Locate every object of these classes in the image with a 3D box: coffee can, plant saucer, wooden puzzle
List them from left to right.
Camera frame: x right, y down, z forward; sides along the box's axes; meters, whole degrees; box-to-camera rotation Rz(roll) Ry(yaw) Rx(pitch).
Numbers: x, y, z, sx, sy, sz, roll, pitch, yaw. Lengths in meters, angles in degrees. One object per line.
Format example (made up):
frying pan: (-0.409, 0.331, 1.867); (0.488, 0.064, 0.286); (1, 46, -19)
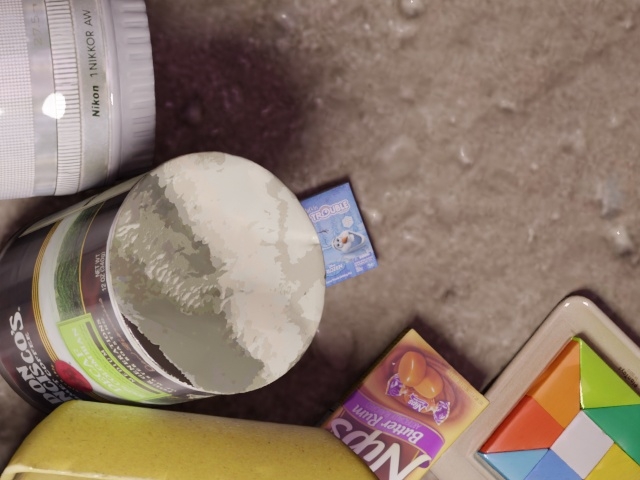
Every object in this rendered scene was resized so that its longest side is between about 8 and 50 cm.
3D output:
coffee can: (-0.151, 0.047, 1.569); (0.201, 0.275, 0.202); (7, 76, -31)
plant saucer: (-0.136, 0.222, 1.623); (0.332, 0.333, 0.081); (7, 68, -16)
wooden puzzle: (0.261, 0.211, 1.840); (0.221, 0.044, 0.239); (43, 85, -15)

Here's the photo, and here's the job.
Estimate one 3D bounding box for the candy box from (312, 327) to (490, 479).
candy box: (0.063, 0.189, 1.774); (0.109, 0.053, 0.187); (43, 86, -3)

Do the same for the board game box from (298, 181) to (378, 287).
board game box: (0.000, 0.000, 1.763); (0.090, 0.020, 0.090); (-23, 100, -11)

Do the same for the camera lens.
camera lens: (-0.295, -0.142, 1.569); (0.274, 0.219, 0.219); (-6, 97, -14)
